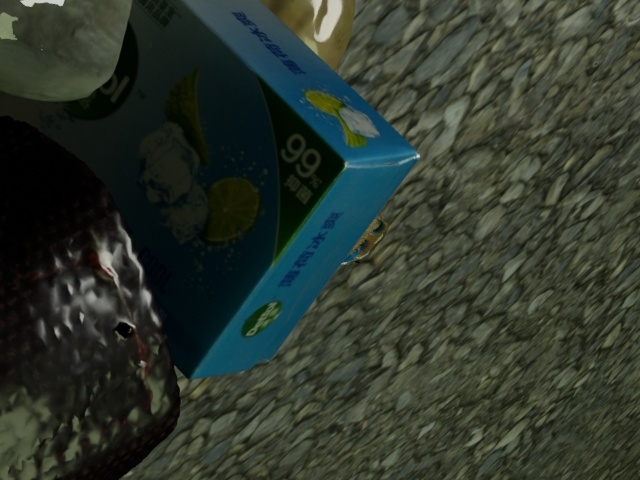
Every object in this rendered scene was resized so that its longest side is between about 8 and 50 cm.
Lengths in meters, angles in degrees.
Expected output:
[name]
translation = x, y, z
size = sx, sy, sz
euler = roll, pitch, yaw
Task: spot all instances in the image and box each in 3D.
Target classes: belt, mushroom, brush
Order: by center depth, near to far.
[mushroom]
translation = -0.174, -0.100, 0.823
size = 0.223, 0.081, 0.092
euler = -13, 123, -50
[belt]
translation = -0.195, 0.052, 0.846
size = 0.164, 0.184, 0.289
euler = -31, -169, -31
[brush]
translation = 0.000, 0.000, 1.428
size = 0.051, 0.014, 0.164
euler = -54, 156, 21

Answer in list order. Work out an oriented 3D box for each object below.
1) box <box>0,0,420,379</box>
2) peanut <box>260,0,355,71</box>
[box]
translation = -0.069, -0.049, 0.948
size = 0.073, 0.194, 0.139
euler = -8, 138, -57
[peanut]
translation = -0.066, -0.074, 1.047
size = 0.085, 0.104, 0.228
euler = 30, 109, -31
